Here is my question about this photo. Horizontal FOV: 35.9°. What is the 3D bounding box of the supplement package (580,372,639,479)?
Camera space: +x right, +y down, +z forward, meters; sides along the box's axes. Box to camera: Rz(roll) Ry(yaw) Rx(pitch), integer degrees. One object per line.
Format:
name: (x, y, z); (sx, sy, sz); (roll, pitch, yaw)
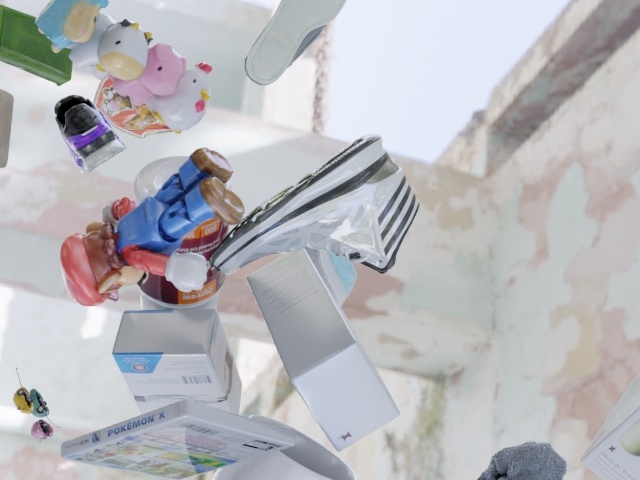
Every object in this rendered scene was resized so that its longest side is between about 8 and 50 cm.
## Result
supplement package: (0.555, 0.269, 1.437); (0.198, 0.199, 0.262); (-43, 165, -35)

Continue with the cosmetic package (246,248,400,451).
cosmetic package: (-0.004, 0.223, 2.175); (0.161, 0.230, 0.453); (-30, -149, 0)

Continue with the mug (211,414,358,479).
mug: (-0.078, 0.605, 2.122); (0.328, 0.374, 0.276); (-60, -157, 2)

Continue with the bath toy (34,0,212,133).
bath toy: (-0.282, -0.283, 1.570); (0.129, 0.348, 0.151); (-46, -122, 7)

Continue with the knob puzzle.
knob puzzle: (-0.440, -0.319, 2.293); (0.030, 0.213, 0.213); (-78, -171, -56)

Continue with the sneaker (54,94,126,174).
sneaker: (-0.457, -0.216, 1.923); (0.102, 0.146, 0.293); (-35, -169, -13)

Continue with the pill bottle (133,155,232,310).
pill bottle: (-0.329, 0.017, 2.320); (0.224, 0.224, 0.392); (-92, -172, -49)

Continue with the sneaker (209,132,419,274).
sneaker: (0.001, 0.004, 2.003); (0.447, 0.257, 0.169); (-33, -169, 19)

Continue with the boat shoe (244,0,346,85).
boat shoe: (-0.052, -0.465, 2.112); (0.319, 0.116, 0.099); (-53, -171, -5)

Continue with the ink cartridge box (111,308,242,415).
ink cartridge box: (-0.319, 0.298, 2.266); (0.307, 0.223, 0.129); (79, 12, -48)

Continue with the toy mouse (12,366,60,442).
toy mouse: (-0.562, 0.349, 1.954); (0.161, 0.031, 0.143); (61, -1, 35)

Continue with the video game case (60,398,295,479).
video game case: (-0.259, 0.380, 1.844); (0.300, 0.329, 0.036); (-22, -119, 26)

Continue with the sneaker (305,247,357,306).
sneaker: (0.000, 0.000, 2.565); (0.150, 0.135, 0.366); (-51, 136, -38)

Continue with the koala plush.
koala plush: (0.425, 0.542, 1.985); (0.221, 0.196, 0.203); (-86, -174, -51)

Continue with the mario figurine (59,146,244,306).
mario figurine: (-0.252, 0.000, 1.501); (0.320, 0.170, 0.198); (-32, -165, 18)

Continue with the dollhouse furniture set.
dollhouse furniture set: (-0.557, -0.226, 1.714); (0.198, 0.151, 0.301); (-10, -108, 40)
